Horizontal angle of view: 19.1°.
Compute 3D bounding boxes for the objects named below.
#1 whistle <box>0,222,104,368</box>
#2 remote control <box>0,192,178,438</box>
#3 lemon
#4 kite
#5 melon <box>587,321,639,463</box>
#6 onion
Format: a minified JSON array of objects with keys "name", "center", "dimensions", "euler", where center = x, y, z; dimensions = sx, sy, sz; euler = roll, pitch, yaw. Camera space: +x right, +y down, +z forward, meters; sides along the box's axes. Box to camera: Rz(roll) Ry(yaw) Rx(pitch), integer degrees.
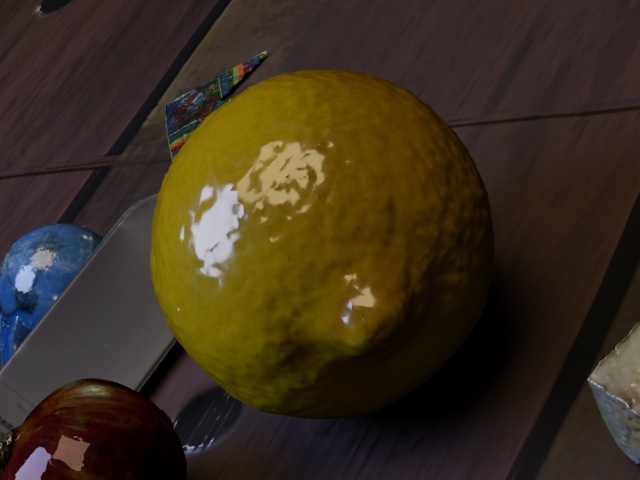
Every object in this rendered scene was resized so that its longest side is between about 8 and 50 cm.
[{"name":"whistle","center":[-0.163,0.040,1.205],"dimensions":[0.090,0.090,0.158],"euler":[-30,31,7]},{"name":"remote control","center":[-0.138,0.066,1.155],"dimensions":[0.245,0.077,0.022],"euler":[-55,1,-30]},{"name":"lemon","center":[0.000,0.000,1.013],"dimensions":[0.187,0.187,0.244],"euler":[-36,26,-4]},{"name":"kite","center":[-0.086,-0.098,1.399],"dimensions":[0.090,0.004,0.122],"euler":[-1,44,42]},{"name":"melon","center":[0.216,0.037,0.885],"dimensions":[0.098,0.054,0.182],"euler":[19,60,47]},{"name":"onion","center":[-0.125,0.129,1.017],"dimensions":[0.118,0.118,0.117],"euler":[-7,63,38]}]
